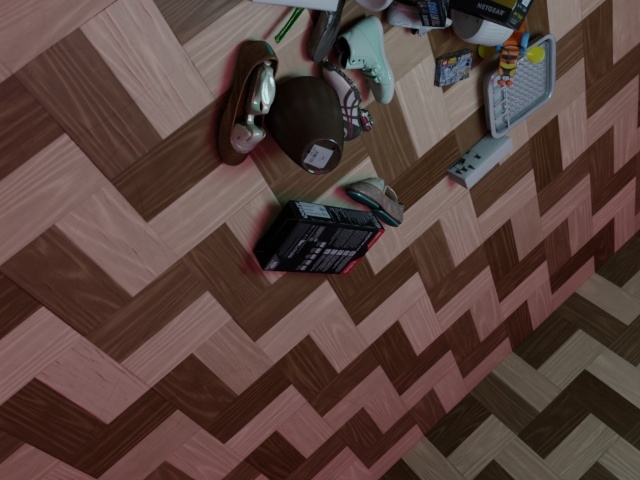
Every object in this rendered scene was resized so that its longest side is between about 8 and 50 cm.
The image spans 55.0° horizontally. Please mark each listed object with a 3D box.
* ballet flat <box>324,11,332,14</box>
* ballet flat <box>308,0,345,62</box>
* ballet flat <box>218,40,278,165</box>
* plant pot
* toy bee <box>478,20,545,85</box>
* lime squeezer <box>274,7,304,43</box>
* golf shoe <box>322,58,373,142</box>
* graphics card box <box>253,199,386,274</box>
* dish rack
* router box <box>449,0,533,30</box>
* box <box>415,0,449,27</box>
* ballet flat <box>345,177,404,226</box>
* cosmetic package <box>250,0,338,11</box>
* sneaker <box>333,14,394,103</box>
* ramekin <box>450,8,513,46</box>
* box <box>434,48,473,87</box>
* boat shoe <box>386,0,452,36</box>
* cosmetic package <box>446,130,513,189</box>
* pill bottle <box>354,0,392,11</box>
[{"bbox_3d":[0.003,-0.625,1.466,0.070,0.188,0.070,-24,166,-7],"label":"ballet flat"},{"bbox_3d":[0.020,-0.590,1.607,0.084,0.058,0.249,-30,147,-57],"label":"ballet flat"},{"bbox_3d":[-0.175,-0.332,1.571,0.116,0.124,0.342,1,119,-40],"label":"ballet flat"},{"bbox_3d":[-0.025,-0.280,1.609,0.216,0.230,0.215,-8,132,-9],"label":"plant pot"},{"bbox_3d":[0.596,-0.590,1.975,0.298,0.195,0.162,-35,139,-37],"label":"toy bee"},{"bbox_3d":[0.007,-0.607,1.513,0.310,0.110,0.059,-25,131,19],"label":"lime squeezer"},{"bbox_3d":[0.057,-0.385,1.747,0.120,0.105,0.273,-37,136,-2],"label":"golf shoe"},{"bbox_3d":[0.000,0.000,1.937,0.371,0.094,0.232,4,136,-42],"label":"graphics card box"},{"bbox_3d":[0.696,-0.551,2.180,0.333,0.072,0.285,-35,135,-15],"label":"dish rack"},{"bbox_3d":[0.455,-0.736,1.666,0.081,0.309,0.242,5,115,-48],"label":"router box"},{"bbox_3d":[0.300,-0.729,1.557,0.295,0.073,0.293,-9,107,-75],"label":"box"},{"bbox_3d":[0.187,-0.146,2.043,0.316,0.108,0.106,33,76,-53],"label":"ballet flat"},{"bbox_3d":[-0.101,-0.606,1.360,0.225,0.224,0.138,-10,124,-35],"label":"cosmetic package"},{"bbox_3d":[0.116,-0.481,1.727,0.151,0.094,0.255,-35,126,-24],"label":"sneaker"},{"bbox_3d":[0.476,-0.680,1.812,0.109,0.207,0.207,-9,125,-24],"label":"ramekin"},{"bbox_3d":[0.430,-0.557,1.985,0.137,0.027,0.094,-23,133,-26],"label":"box"},{"bbox_3d":[0.280,-0.636,1.776,0.228,0.079,0.081,0,129,-34],"label":"boat shoe"},{"bbox_3d":[0.584,-0.299,2.248,0.239,0.099,0.060,-42,138,-8],"label":"cosmetic package"},{"bbox_3d":[0.175,-0.695,1.561,0.229,0.131,0.131,-53,143,-31],"label":"pill bottle"}]
